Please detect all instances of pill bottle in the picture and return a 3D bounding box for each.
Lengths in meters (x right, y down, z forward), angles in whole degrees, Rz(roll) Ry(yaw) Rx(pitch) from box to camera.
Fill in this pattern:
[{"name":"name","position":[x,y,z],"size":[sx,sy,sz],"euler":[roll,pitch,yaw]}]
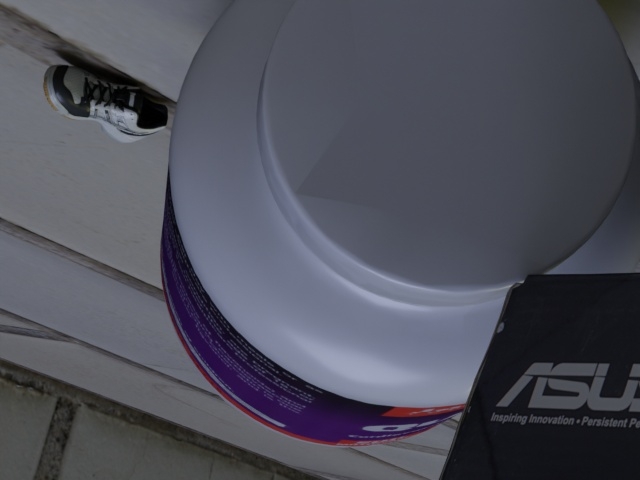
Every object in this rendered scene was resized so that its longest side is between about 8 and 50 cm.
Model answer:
[{"name":"pill bottle","position":[0.027,-0.014,0.741],"size":[0.181,0.181,0.323],"euler":[16,169,-3]}]

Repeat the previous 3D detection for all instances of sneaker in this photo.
[{"name":"sneaker","position":[-0.119,-0.081,1.015],"size":[0.037,0.032,0.083],"euler":[-10,161,34]}]

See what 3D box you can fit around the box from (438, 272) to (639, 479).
[{"name":"box","position":[0.273,0.120,0.496],"size":[0.318,0.097,0.395],"euler":[35,157,-33]}]
